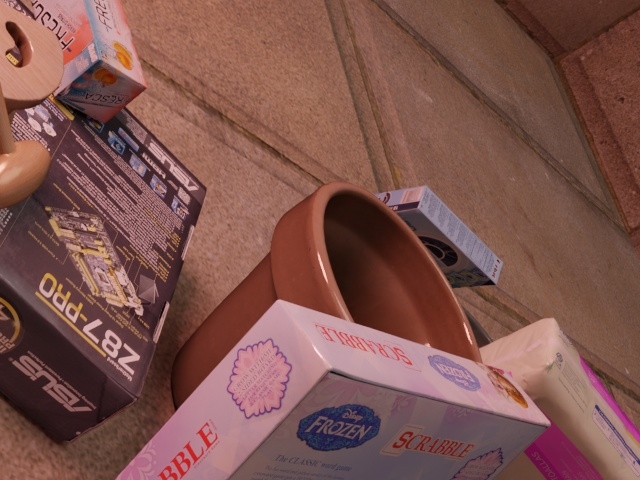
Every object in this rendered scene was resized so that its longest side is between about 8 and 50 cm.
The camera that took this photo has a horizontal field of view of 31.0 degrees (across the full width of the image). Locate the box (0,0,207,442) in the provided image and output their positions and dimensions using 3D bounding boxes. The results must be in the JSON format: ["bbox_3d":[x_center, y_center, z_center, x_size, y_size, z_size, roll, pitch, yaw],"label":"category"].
[{"bbox_3d":[-0.277,-0.074,0.949,0.395,0.097,0.318,46,25,-24],"label":"box"}]

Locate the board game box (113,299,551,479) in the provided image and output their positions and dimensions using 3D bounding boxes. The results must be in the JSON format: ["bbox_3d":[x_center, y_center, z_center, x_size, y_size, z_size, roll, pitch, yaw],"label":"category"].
[{"bbox_3d":[-0.024,0.201,0.832,0.319,0.318,0.066,23,24,-53],"label":"board game box"}]

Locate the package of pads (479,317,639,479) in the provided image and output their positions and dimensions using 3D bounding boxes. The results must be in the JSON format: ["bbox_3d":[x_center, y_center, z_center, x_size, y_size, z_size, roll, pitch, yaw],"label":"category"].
[{"bbox_3d":[0.177,0.235,1.197,0.229,0.296,0.101,51,32,-18],"label":"package of pads"}]

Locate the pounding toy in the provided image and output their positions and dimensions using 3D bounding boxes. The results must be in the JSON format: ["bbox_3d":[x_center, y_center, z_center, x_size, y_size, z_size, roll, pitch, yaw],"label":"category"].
[{"bbox_3d":[-0.249,-0.156,0.800,0.269,0.155,0.154,56,30,-3],"label":"pounding toy"}]

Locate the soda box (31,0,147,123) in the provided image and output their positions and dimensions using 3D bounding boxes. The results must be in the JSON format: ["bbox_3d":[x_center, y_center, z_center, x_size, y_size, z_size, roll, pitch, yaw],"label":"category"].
[{"bbox_3d":[-0.214,-0.196,1.036,0.063,0.058,0.183,29,32,-49],"label":"soda box"}]

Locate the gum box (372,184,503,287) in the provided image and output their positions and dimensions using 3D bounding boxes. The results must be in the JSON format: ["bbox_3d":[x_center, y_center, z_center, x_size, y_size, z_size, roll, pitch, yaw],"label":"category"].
[{"bbox_3d":[0.132,0.002,1.562,0.184,0.157,0.041,42,57,-33],"label":"gum box"}]

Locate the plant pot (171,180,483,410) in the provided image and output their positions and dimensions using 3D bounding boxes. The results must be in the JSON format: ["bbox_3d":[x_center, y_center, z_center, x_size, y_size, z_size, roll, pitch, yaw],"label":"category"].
[{"bbox_3d":[-0.009,0.109,1.076,0.263,0.229,0.263,43,29,-31],"label":"plant pot"}]

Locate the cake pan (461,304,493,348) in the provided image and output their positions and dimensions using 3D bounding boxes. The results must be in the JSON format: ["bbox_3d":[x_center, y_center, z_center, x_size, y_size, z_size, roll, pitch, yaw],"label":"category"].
[{"bbox_3d":[0.192,0.205,1.559,0.293,0.054,0.293,43,28,-30],"label":"cake pan"}]
